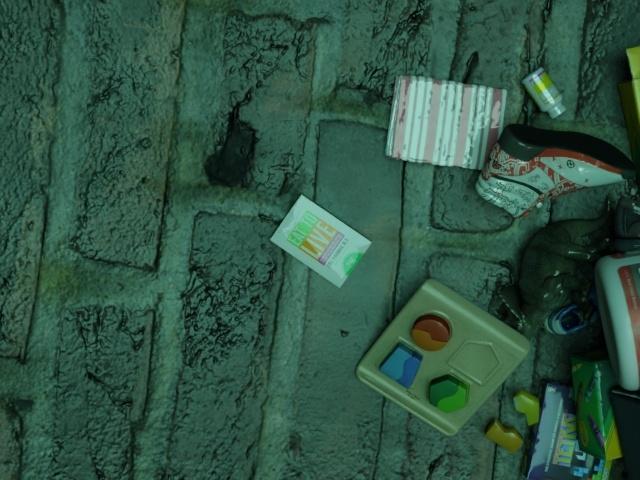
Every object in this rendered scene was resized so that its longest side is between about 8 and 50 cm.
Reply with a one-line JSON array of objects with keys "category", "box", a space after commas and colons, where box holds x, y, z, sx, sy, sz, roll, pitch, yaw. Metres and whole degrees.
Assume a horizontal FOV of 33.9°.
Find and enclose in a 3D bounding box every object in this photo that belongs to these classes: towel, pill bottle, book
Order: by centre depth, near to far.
[{"category": "pill bottle", "box": [0.610, 0.095, 1.567, 0.363, 0.210, 0.210, -11, 94, 10]}, {"category": "pill bottle", "box": [0.376, -0.246, 1.763, 0.043, 0.043, 0.083, -36, 95, 0]}, {"category": "towel", "box": [0.213, -0.196, 1.768, 0.197, 0.029, 0.144, 7, 94, -6]}, {"category": "book", "box": [0.000, 0.000, 1.768, 0.144, 0.035, 0.096, 34, 95, -6]}]

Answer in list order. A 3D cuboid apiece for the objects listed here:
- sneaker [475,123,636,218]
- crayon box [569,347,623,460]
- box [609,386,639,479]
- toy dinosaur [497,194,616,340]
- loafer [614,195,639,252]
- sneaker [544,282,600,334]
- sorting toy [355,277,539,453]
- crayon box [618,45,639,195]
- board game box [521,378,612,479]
[{"category": "sneaker", "box": [0.387, -0.105, 1.758, 0.270, 0.090, 0.145, 8, 129, -27]}, {"category": "crayon box", "box": [0.559, 0.252, 1.750, 0.279, 0.081, 0.165, -9, 95, -20]}, {"category": "box", "box": [0.767, 0.405, 1.635, 0.472, 0.297, 0.479, -16, 99, -19]}, {"category": "toy dinosaur", "box": [0.392, 0.039, 1.742, 0.160, 0.121, 0.313, 18, 77, 29]}, {"category": "loafer", "box": [0.622, -0.033, 1.682, 0.303, 0.109, 0.095, -4, 90, 1]}, {"category": "sneaker", "box": [0.451, 0.117, 1.783, 0.144, 0.059, 0.053, -34, 93, -1]}, {"category": "sorting toy", "box": [0.240, 0.227, 1.752, 0.307, 0.041, 0.229, 33, 115, -4]}, {"category": "crayon box", "box": [0.626, -0.184, 1.761, 0.202, 0.081, 0.318, -12, 95, -2]}, {"category": "board game box", "box": [0.433, 0.335, 1.802, 0.141, 0.048, 0.170, 11, 93, -5]}]
